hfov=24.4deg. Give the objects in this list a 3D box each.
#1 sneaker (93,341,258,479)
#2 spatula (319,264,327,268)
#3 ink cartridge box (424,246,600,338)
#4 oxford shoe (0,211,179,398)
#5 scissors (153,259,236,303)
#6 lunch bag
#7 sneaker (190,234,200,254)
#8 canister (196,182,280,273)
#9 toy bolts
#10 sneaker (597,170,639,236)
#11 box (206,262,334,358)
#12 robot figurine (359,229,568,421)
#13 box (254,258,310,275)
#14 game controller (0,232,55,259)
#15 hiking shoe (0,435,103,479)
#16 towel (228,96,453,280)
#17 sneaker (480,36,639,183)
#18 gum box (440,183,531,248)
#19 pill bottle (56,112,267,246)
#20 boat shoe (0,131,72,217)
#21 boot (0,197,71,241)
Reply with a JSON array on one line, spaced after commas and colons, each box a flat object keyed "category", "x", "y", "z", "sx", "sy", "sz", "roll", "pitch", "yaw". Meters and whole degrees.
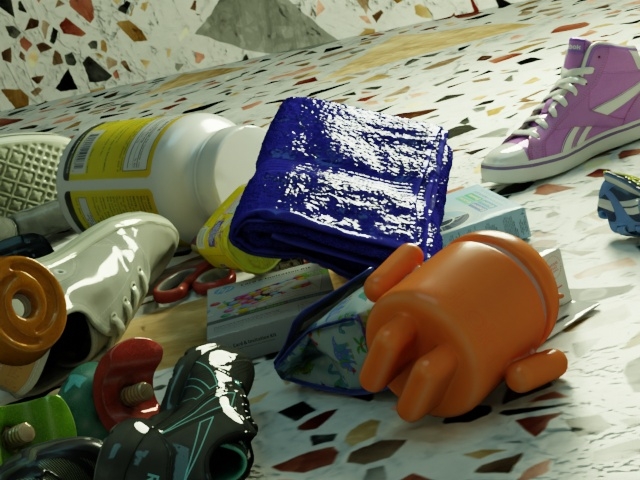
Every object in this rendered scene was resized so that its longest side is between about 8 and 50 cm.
[{"category": "sneaker", "x": -0.099, "y": 0.174, "z": 1.288, "sx": 0.106, "sy": 0.101, "sz": 0.267, "roll": 10, "pitch": 24, "yaw": 15}, {"category": "spatula", "x": 0.000, "y": 0.000, "z": 1.764, "sx": 0.084, "sy": 0.030, "sz": 0.296, "roll": -18, "pitch": 10, "yaw": -15}, {"category": "ink cartridge box", "x": 0.172, "y": 0.050, "z": 1.467, "sx": 0.104, "sy": 0.061, "sz": 0.181, "roll": -27, "pitch": 19, "yaw": -36}, {"category": "oxford shoe", "x": -0.274, "y": 0.078, "z": 1.731, "sx": 0.130, "sy": 0.169, "sz": 0.449, "roll": 32, "pitch": 21, "yaw": 11}, {"category": "scissors", "x": -0.132, "y": 0.021, "z": 1.965, "sx": 0.109, "sy": 0.021, "sz": 0.297, "roll": -11, "pitch": 16, "yaw": 18}, {"category": "lunch bag", "x": 0.041, "y": 0.087, "z": 1.427, "sx": 0.129, "sy": 0.096, "sz": 0.151, "roll": -31, "pitch": 7, "yaw": -38}, {"category": "sneaker", "x": -0.094, "y": -0.031, "z": 1.933, "sx": 0.185, "sy": 0.083, "sz": 0.070, "roll": -17, "pitch": 26, "yaw": -41}, {"category": "canister", "x": -0.081, "y": -0.019, "z": 1.796, "sx": 0.126, "sy": 0.073, "sz": 0.170, "roll": -50, "pitch": 13, "yaw": -12}, {"category": "toy bolts", "x": -0.269, "y": 0.136, "z": 1.377, "sx": 0.229, "sy": 0.218, "sz": 0.158, "roll": 4, "pitch": -19, "yaw": -45}, {"category": "sneaker", "x": 0.348, "y": -0.025, "z": 1.595, "sx": 0.053, "sy": 0.059, "sz": 0.144, "roll": 11, "pitch": 19, "yaw": -28}, {"category": "box", "x": -0.053, "y": 0.078, "z": 1.645, "sx": 0.145, "sy": 0.038, "sz": 0.186, "roll": -15, "pitch": 14, "yaw": 0}, {"category": "robot figurine", "x": 0.128, "y": 0.072, "z": 1.302, "sx": 0.158, "sy": 0.128, "sz": 0.219, "roll": 1, "pitch": 26, "yaw": 42}, {"category": "box", "x": -0.011, "y": 0.007, "z": 1.880, "sx": 0.094, "sy": 0.027, "sz": 0.137, "roll": -2, "pitch": 20, "yaw": 44}, {"category": "game controller", "x": -0.553, "y": 0.061, "z": 2.210, "sx": 0.319, "sy": 0.067, "sz": 0.166, "roll": -19, "pitch": 1, "yaw": -13}, {"category": "hiking shoe", "x": -0.243, "y": 0.243, "z": 1.191, "sx": 0.227, "sy": 0.086, "sz": 0.114, "roll": -34, "pitch": 33, "yaw": -30}, {"category": "towel", "x": 0.036, "y": -0.065, "z": 1.663, "sx": 0.228, "sy": 0.076, "sz": 0.308, "roll": 17, "pitch": 32, "yaw": -1}, {"category": "sneaker", "x": 0.317, "y": -0.182, "z": 1.977, "sx": 0.282, "sy": 0.161, "sz": 0.102, "roll": -24, "pitch": 18, "yaw": -25}, {"category": "gum box", "x": 0.134, "y": -0.008, "z": 1.758, "sx": 0.184, "sy": 0.041, "sz": 0.157, "roll": -18, "pitch": 16, "yaw": -11}, {"category": "pill bottle", "x": -0.208, "y": -0.084, "z": 2.103, "sx": 0.334, "sy": 0.187, "sz": 0.188, "roll": 0, "pitch": 22, "yaw": 45}, {"category": "boat shoe", "x": -0.620, "y": -0.067, "z": 2.488, "sx": 0.500, "sy": 0.186, "sz": 0.156, "roll": -20, "pitch": 20, "yaw": 4}, {"category": "boot", "x": -0.446, "y": -0.034, "z": 2.356, "sx": 0.209, "sy": 0.076, "sz": 0.189, "roll": -12, "pitch": -1, "yaw": -5}]
